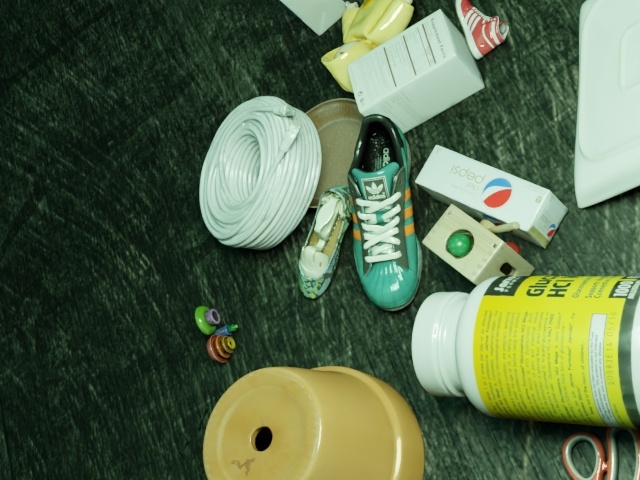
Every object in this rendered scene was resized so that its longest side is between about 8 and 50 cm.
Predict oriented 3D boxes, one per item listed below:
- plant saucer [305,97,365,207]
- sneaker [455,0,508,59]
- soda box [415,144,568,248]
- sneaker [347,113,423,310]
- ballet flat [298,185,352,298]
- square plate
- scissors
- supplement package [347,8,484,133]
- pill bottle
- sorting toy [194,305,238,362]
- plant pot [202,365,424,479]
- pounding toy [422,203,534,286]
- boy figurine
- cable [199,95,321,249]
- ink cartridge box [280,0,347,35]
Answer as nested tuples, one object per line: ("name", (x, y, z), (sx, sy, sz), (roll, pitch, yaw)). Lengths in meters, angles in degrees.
("plant saucer", (0.019, -0.140, 1.842), (0.198, 0.036, 0.199), (-15, 60, 29))
("sneaker", (0.259, -0.352, 1.767), (0.067, 0.042, 0.119), (-28, 63, 27))
("soda box", (0.248, -0.066, 1.621), (0.216, 0.074, 0.069), (27, 86, 40))
("sneaker", (0.088, -0.048, 1.675), (0.108, 0.121, 0.302), (-9, 70, 15))
("ballet flat", (0.000, 0.000, 1.748), (0.070, 0.070, 0.189), (20, 93, 39))
("square plate", (0.453, -0.251, 1.482), (0.344, 0.049, 0.347), (-28, 50, 57))
("scissors", (0.352, 0.371, 1.379), (0.109, 0.021, 0.297), (-8, 63, 30))
("supplement package", (0.150, -0.261, 1.761), (0.179, 0.105, 0.105), (-28, 53, 21))
("pill bottle", (0.295, 0.138, 1.419), (0.333, 0.188, 0.188), (-1, 69, 34))
("sorting toy", (-0.165, 0.149, 1.821), (0.042, 0.061, 0.102), (-25, 79, 23))
("plant pot", (-0.026, 0.300, 1.561), (0.290, 0.203, 0.291), (-15, 61, 28))
("pounding toy", (0.231, 0.009, 1.554), (0.100, 0.141, 0.130), (-52, 50, 3))
("boy figurine", (0.087, -0.382, 1.864), (0.177, 0.092, 0.285), (14, 73, 56))
("cable", (-0.105, -0.112, 1.840), (0.257, 0.089, 0.257), (32, 106, 53))
("ink cartridge box", (-0.054, -0.489, 1.991), (0.078, 0.134, 0.231), (-40, 52, 14))
